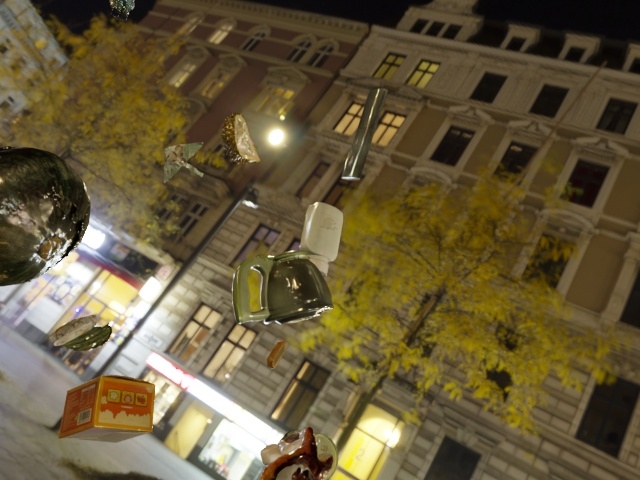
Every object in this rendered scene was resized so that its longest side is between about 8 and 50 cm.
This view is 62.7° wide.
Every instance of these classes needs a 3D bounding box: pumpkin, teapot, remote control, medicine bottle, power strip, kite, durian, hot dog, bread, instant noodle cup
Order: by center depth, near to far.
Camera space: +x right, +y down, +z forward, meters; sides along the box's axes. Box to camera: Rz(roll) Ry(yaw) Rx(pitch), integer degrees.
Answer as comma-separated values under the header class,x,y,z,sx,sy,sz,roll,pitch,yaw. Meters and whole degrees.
class,x,y,z,sx,sy,sz,roll,pitch,yaw
bread,-0.065,0.606,1.355,0.095,0.269,0.139,-35,-96,28
pumpkin,-0.925,-0.067,1.594,0.344,0.454,0.454,32,-21,22
teapot,-0.134,0.162,1.773,0.239,0.321,0.239,100,-23,-76
hot dog,-0.963,0.346,2.054,0.053,0.192,0.099,48,-38,12
power strip,-0.170,0.444,2.083,0.028,0.178,0.049,6,-69,15
remote control,0.176,-0.422,2.089,0.044,0.378,0.107,22,-6,-37
kite,-0.553,-0.313,2.131,0.012,0.229,0.250,43,0,32
instant noodle cup,-0.050,0.897,2.164,0.235,0.235,0.178,41,-39,-16
medicine bottle,0.000,0.000,2.192,0.161,0.296,0.111,22,-25,-31
durian,-0.375,-0.444,2.320,0.138,0.183,0.250,7,-53,29

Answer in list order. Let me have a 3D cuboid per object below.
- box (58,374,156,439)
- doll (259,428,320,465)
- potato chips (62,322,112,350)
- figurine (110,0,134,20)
class,x,y,z,sx,sy,sz,roll,pitch,yaw
box,-0.869,0.694,2.156,0.283,0.214,0.259,-25,-34,33
doll,-0.085,0.635,1.615,0.161,0.160,0.059,-21,-93,39
potato chips,-0.938,0.400,2.111,0.028,0.207,0.092,92,-25,-59
figurine,-0.606,-0.762,1.624,0.086,0.149,0.087,18,-21,-21
